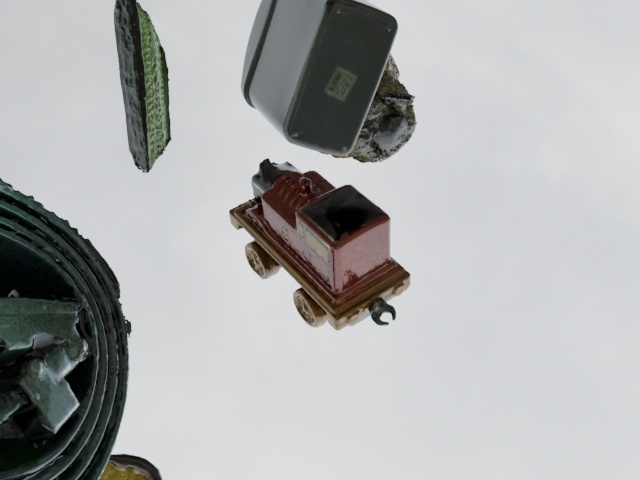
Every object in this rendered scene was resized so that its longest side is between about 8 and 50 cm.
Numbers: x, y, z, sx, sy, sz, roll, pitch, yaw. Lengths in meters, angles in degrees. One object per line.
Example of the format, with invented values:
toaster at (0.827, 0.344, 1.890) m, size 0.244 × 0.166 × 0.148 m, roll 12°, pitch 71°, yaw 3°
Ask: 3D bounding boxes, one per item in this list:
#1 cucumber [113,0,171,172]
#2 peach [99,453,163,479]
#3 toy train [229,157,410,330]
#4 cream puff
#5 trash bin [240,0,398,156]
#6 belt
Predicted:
cucumber at (-0.218, -0.197, 0.919) m, size 0.046 × 0.219 × 0.070 m, roll 4°, pitch -166°, yaw 23°
peach at (-0.331, 0.390, 0.973) m, size 0.279 × 0.068 × 0.188 m, roll -24°, pitch -86°, yaw -22°
toy train at (0.000, 0.000, 1.239) m, size 0.163 × 0.231 × 0.369 m, roll -28°, pitch -129°, yaw -25°
cream puff at (0.059, -0.187, 1.034) m, size 0.184 × 0.183 × 0.169 m, roll -3°, pitch -150°, yaw -30°
trash bin at (-0.012, -0.210, 0.849) m, size 0.101 × 0.176 × 0.236 m, roll 14°, pitch -160°, yaw -24°
belt at (-0.225, 0.064, 0.397) m, size 0.268 × 0.116 × 0.206 m, roll 25°, pitch -127°, yaw -57°
